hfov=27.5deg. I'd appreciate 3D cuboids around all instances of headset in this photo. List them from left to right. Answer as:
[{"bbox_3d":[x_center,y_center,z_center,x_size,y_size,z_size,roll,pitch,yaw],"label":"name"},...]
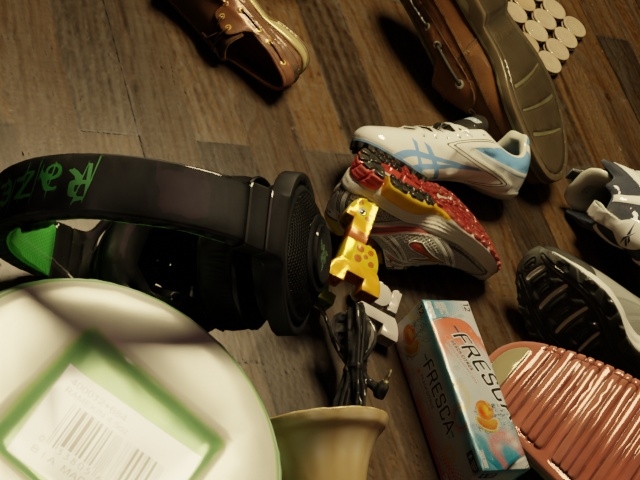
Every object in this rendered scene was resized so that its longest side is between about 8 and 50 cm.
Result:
[{"bbox_3d":[-0.088,0.045,1.064,0.394,0.243,0.185,22,67,-45],"label":"headset"}]

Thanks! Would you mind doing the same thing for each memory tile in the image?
[{"bbox_3d":[0.288,-0.281,1.723,0.113,0.012,0.148,41,44,-1],"label":"memory tile"}]

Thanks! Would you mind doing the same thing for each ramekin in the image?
[{"bbox_3d":[-0.175,0.174,0.935,0.303,0.148,0.303,19,48,-22],"label":"ramekin"}]

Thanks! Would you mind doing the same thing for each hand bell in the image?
[{"bbox_3d":[0.010,0.265,1.044,0.126,0.126,0.242,6,65,-32],"label":"hand bell"}]

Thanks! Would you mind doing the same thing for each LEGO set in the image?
[{"bbox_3d":[0.000,0.000,1.230,0.227,0.087,0.093,29,58,-14],"label":"LEGO set"}]

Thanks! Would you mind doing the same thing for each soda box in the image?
[{"bbox_3d":[0.130,0.147,1.233,0.058,0.063,0.183,3,55,-33],"label":"soda box"}]

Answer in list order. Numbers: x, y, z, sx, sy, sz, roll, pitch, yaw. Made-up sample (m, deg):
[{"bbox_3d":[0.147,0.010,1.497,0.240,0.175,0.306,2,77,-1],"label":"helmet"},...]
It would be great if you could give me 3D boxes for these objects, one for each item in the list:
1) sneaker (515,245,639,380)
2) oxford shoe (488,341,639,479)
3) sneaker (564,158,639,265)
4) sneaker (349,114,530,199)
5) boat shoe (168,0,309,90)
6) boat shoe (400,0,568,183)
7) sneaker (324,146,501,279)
[{"bbox_3d":[0.314,0.098,1.389,0.271,0.100,0.108,39,34,-11],"label":"sneaker"},{"bbox_3d":[0.309,0.250,1.247,0.397,0.146,0.140,38,65,20],"label":"oxford shoe"},{"bbox_3d":[0.362,-0.058,1.536,0.153,0.094,0.235,30,37,-1],"label":"sneaker"},{"bbox_3d":[0.129,-0.100,1.402,0.237,0.085,0.086,8,96,-37],"label":"sneaker"},{"bbox_3d":[-0.093,-0.223,1.372,0.178,0.064,0.060,37,41,-9],"label":"boat shoe"},{"bbox_3d":[0.189,-0.200,1.526,0.111,0.104,0.307,-24,91,-54],"label":"boat shoe"},{"bbox_3d":[0.094,-0.012,1.331,0.225,0.092,0.088,28,23,-34],"label":"sneaker"}]
